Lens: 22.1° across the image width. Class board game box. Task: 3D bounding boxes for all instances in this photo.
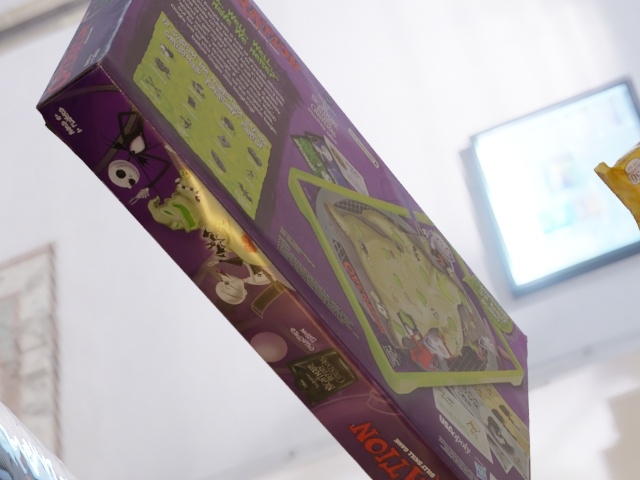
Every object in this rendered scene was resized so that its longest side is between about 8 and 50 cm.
[{"bbox_3d":[0.000,0.000,0.875,0.347,0.056,0.208,50,-152,-21],"label":"board game box"}]

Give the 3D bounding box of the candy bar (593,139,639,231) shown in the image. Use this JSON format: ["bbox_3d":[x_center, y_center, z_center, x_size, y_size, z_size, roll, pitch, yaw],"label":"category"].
[{"bbox_3d":[0.167,-0.052,0.676,0.040,0.161,0.018,51,147,1],"label":"candy bar"}]

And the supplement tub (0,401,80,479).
[{"bbox_3d":[-0.198,0.128,0.607,0.338,0.207,0.207,68,-174,-63],"label":"supplement tub"}]
